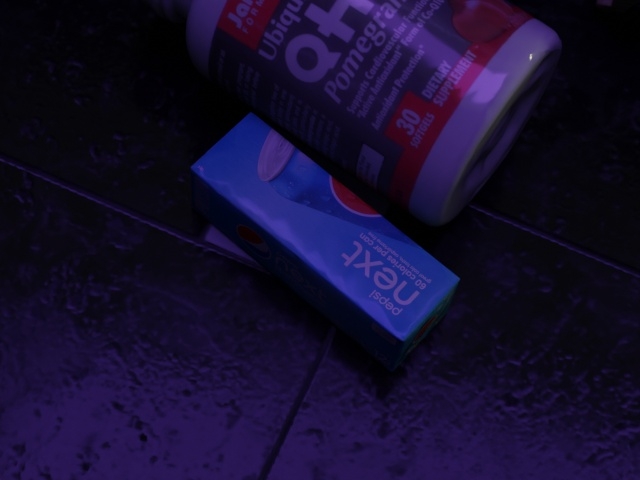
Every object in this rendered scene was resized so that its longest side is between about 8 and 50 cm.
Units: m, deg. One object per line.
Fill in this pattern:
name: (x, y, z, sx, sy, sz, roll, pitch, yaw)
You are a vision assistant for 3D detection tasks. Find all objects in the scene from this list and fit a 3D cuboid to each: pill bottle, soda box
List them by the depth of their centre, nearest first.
soda box: (0.000, 0.000, 1.059, 0.210, 0.067, 0.071, 39, 68, 13)
pill bottle: (0.009, -0.165, 1.079, 0.318, 0.176, 0.176, 34, 66, 12)

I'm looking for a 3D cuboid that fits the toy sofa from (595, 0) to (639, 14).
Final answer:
toy sofa: (0.428, -0.230, 1.179, 0.363, 0.177, 0.150, 13, 88, 2)
